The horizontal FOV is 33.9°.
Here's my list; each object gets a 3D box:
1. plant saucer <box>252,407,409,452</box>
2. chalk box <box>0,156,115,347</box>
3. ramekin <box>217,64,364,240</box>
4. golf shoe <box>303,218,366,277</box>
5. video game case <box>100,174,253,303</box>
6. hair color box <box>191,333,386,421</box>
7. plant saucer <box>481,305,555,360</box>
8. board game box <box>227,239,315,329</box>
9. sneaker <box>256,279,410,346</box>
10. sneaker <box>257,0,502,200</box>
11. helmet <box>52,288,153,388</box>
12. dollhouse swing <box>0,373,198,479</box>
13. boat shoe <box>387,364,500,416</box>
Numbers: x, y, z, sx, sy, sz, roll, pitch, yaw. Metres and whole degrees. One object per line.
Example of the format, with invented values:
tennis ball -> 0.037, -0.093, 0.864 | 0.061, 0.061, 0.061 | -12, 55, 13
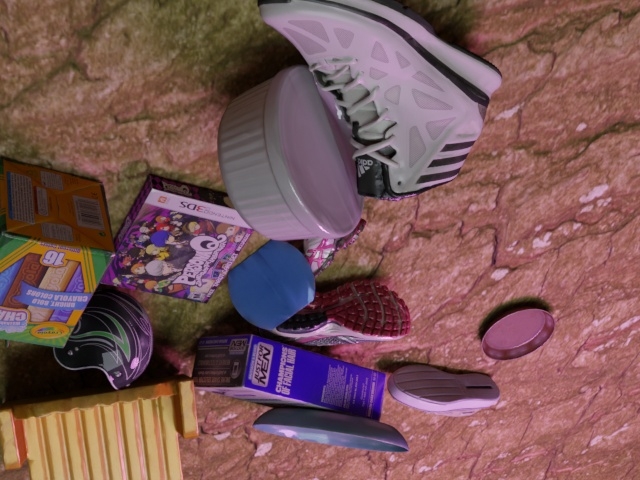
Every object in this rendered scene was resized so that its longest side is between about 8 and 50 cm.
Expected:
plant saucer -> 0.023, 0.378, 2.101 | 0.318, 0.043, 0.317 | 9, 164, 3
chalk box -> -0.471, 0.045, 1.668 | 0.179, 0.180, 0.289 | 14, 127, -31
ramekin -> -0.047, -0.123, 1.599 | 0.127, 0.272, 0.273 | -14, 142, 27
golf shoe -> 0.000, 0.000, 1.890 | 0.086, 0.067, 0.186 | 38, 123, -8
video game case -> -0.242, 0.004, 1.810 | 0.210, 0.042, 0.232 | 14, 128, -30
hair color box -> -0.060, 0.272, 2.047 | 0.339, 0.110, 0.185 | 19, 162, -36
plant saucer -> 0.422, 0.195, 2.260 | 0.168, 0.029, 0.168 | -11, 137, -10
board game box -> -0.084, 0.080, 1.915 | 0.169, 0.133, 0.033 | -37, 175, 19
sneaker -> 0.025, 0.147, 2.011 | 0.299, 0.120, 0.112 | 4, 149, -9
sneaker -> 0.076, -0.200, 1.543 | 0.447, 0.169, 0.257 | 19, 86, -36
helmet -> -0.373, 0.170, 1.838 | 0.162, 0.169, 0.169 | 11, 133, -2
dollhouse swing -> -0.403, 0.427, 1.968 | 0.347, 0.305, 0.315 | -7, 177, -13
boat shoe -> 0.263, 0.345, 2.301 | 0.302, 0.109, 0.094 | 11, 132, -32
